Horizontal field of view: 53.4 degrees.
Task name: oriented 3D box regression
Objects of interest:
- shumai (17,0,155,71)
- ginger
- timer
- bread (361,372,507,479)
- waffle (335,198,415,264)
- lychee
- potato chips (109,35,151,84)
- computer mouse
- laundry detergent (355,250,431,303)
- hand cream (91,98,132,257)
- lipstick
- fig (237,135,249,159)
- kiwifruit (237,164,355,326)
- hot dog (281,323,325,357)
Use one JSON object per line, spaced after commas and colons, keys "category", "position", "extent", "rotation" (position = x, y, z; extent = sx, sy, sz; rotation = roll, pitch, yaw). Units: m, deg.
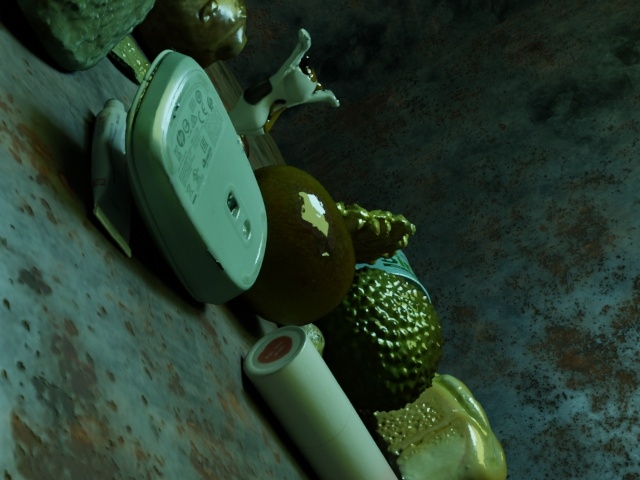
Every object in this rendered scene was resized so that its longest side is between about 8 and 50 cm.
{"category": "shumai", "position": [-0.300, -0.368, 0.663], "extent": [0.263, 0.304, 0.309], "rotation": [27, 7, -1]}
{"category": "ginger", "position": [-0.261, -0.456, 1.257], "extent": [0.200, 0.222, 0.269], "rotation": [55, 10, -37]}
{"category": "timer", "position": [-0.110, -0.192, 0.956], "extent": [0.175, 0.265, 0.175], "rotation": [62, 3, -6]}
{"category": "bread", "position": [0.245, 0.440, 1.400], "extent": [0.316, 0.270, 0.212], "rotation": [57, -14, 38]}
{"category": "waffle", "position": [0.010, -0.001, 1.101], "extent": [0.282, 0.300, 0.058], "rotation": [71, 16, -72]}
{"category": "lychee", "position": [0.105, 0.187, 1.199], "extent": [0.320, 0.269, 0.270], "rotation": [91, -25, -61]}
{"category": "potato chips", "position": [-0.305, -0.302, 0.979], "extent": [0.209, 0.026, 0.142], "rotation": [-106, 170, -64]}
{"category": "computer mouse", "position": [-0.138, -0.049, 0.660], "extent": [0.289, 0.096, 0.160], "rotation": [67, 29, -49]}
{"category": "laundry detergent", "position": [0.153, 0.154, 1.916], "extent": [0.287, 0.287, 0.305], "rotation": [60, 5, -26]}
{"category": "hand cream", "position": [-0.205, -0.075, 0.636], "extent": [0.052, 0.038, 0.216], "rotation": [29, 30, -35]}
{"category": "lipstick", "position": [0.018, 0.257, 0.814], "extent": [0.327, 0.087, 0.087], "rotation": [60, 4, -25]}
{"category": "fig", "position": [-0.189, -0.188, 1.133], "extent": [0.109, 0.103, 0.155], "rotation": [28, -35, 54]}
{"category": "kiwifruit", "position": [-0.049, 0.013, 0.894], "extent": [0.196, 0.195, 0.234], "rotation": [-112, 176, -61]}
{"category": "hot dog", "position": [-0.024, 0.171, 1.072], "extent": [0.078, 0.061, 0.169], "rotation": [60, 4, -45]}
